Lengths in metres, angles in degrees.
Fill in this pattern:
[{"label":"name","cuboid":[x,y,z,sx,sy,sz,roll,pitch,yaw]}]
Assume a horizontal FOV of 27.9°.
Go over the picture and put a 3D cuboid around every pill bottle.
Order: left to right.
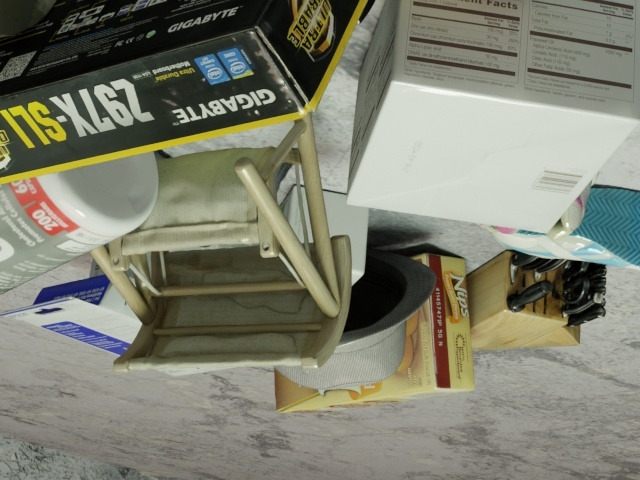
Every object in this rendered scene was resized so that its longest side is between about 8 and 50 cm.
[{"label":"pill bottle","cuboid":[-0.308,-0.035,1.231,0.283,0.161,0.161,-24,147,30]}]

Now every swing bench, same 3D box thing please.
[{"label":"swing bench","cuboid":[-0.117,0.000,1.369,0.253,0.165,0.255,-3,120,26]}]

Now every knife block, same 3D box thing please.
[{"label":"knife block","cuboid":[0.255,0.069,1.728,0.275,0.088,0.242,-4,157,26]}]

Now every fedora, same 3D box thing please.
[{"label":"fedora","cuboid":[0.019,0.111,1.674,0.275,0.244,0.124,8,123,29]}]

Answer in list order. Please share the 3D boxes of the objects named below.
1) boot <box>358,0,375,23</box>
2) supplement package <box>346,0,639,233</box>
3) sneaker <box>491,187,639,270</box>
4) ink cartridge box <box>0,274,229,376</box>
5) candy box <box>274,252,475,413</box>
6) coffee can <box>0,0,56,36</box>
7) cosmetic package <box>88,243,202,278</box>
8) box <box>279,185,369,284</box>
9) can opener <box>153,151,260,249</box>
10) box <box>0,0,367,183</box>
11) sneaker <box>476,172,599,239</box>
[{"label":"boot","cuboid":[-0.043,-0.171,1.021,0.106,0.219,0.082,4,125,32]},{"label":"supplement package","cuboid":[0.145,-0.129,1.139,0.204,0.145,0.262,8,160,-4]},{"label":"sneaker","cuboid":[0.309,-0.015,1.508,0.228,0.087,0.092,14,167,-1]},{"label":"ink cartridge box","cuboid":[-0.262,0.111,1.781,0.165,0.065,0.332,-11,154,38]},{"label":"candy box","cuboid":[0.066,0.137,1.810,0.087,0.183,0.316,9,162,-43]},{"label":"coffee can","cuboid":[-0.352,-0.225,0.940,0.275,0.202,0.201,-7,156,29]},{"label":"cosmetic package","cuboid":[-0.204,0.045,1.794,0.231,0.086,0.117,-11,155,41]},{"label":"box","cuboid":[0.000,0.000,1.589,0.101,0.101,0.087,11,159,-13]},{"label":"can opener","cuboid":[-0.136,-0.030,1.587,0.093,0.074,0.280,-1,157,35]},{"label":"box","cuboid":[-0.112,-0.170,0.933,0.322,0.257,0.079,-9,130,33]},{"label":"sneaker","cuboid":[0.180,-0.068,1.342,0.252,0.111,0.103,11,159,-14]}]
